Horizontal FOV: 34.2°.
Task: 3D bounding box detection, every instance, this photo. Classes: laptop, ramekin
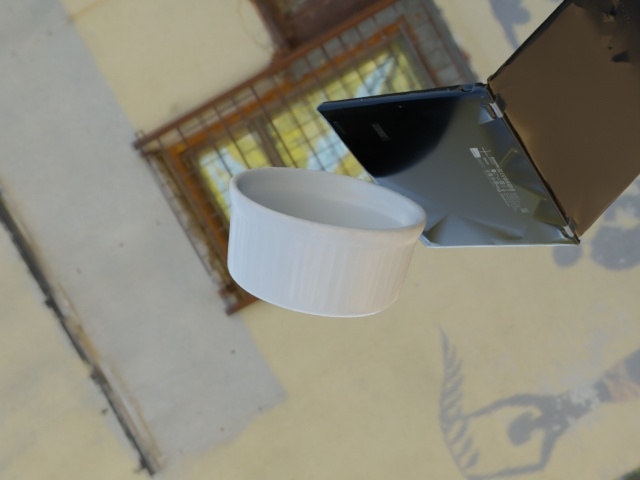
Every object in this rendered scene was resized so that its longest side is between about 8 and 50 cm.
[{"bbox_3d":[0.281,-0.185,1.512,0.382,0.408,0.236,48,-130,-45],"label":"laptop"},{"bbox_3d":[0.000,0.000,1.457,0.277,0.277,0.135,-103,23,-70],"label":"ramekin"}]
